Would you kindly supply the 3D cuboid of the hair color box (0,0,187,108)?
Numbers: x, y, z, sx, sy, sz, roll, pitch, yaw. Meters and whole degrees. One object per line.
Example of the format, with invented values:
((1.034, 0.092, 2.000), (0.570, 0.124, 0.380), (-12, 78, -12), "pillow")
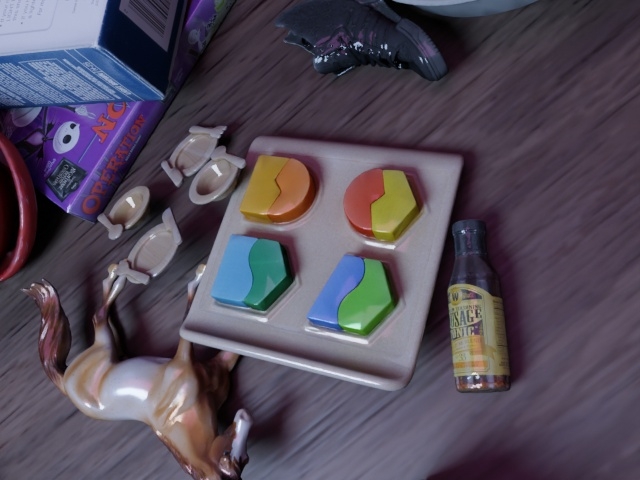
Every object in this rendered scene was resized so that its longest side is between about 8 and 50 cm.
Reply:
((-0.310, -0.235, 0.633), (0.347, 0.105, 0.173), (3, 76, 22), "hair color box")

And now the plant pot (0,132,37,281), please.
((-0.391, -0.025, 0.600), (0.191, 0.174, 0.191), (6, 101, 33), "plant pot")

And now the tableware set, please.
((-0.138, -0.041, 0.571), (0.168, 0.020, 0.141), (-47, 41, -5), "tableware set")

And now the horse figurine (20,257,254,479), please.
((-0.156, 0.103, 0.548), (0.263, 0.066, 0.174), (5, 71, 21), "horse figurine")

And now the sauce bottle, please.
((0.116, 0.048, 0.465), (0.042, 0.042, 0.128), (-9, 71, 20), "sauce bottle")

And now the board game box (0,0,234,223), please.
((-0.229, -0.215, 0.678), (0.208, 0.056, 0.346), (31, 88, 22), "board game box")

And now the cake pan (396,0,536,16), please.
((0.152, -0.310, 0.514), (0.293, 0.054, 0.293), (-14, 64, 30), "cake pan")

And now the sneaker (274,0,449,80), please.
((0.033, -0.175, 0.559), (0.089, 0.051, 0.170), (-41, 60, 7), "sneaker")

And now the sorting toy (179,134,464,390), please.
((0.000, 0.000, 0.498), (0.193, 0.038, 0.208), (9, 65, 22), "sorting toy")
